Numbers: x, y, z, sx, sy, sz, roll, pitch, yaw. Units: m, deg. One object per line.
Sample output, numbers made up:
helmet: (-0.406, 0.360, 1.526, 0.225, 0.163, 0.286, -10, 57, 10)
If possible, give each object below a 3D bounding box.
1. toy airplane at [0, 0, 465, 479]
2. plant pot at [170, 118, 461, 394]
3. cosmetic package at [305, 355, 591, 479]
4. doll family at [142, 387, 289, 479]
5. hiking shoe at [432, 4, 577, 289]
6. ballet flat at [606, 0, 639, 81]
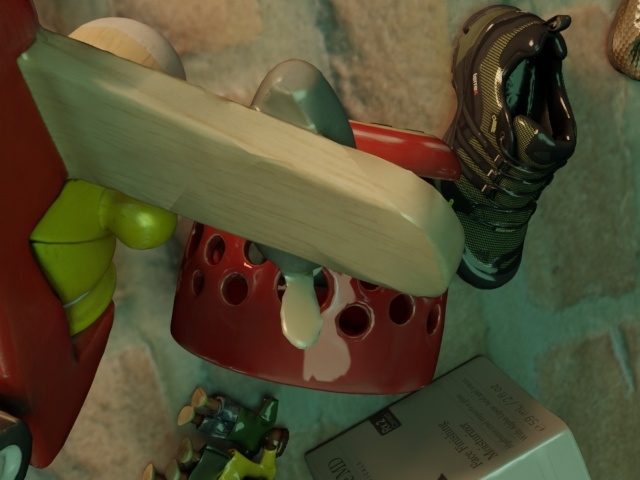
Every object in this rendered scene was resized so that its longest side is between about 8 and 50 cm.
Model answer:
toy airplane: (-0.166, -0.073, 0.513, 0.384, 0.272, 0.386, -27, 104, 36)
plant pot: (0.000, 0.000, 0.669, 0.191, 0.191, 0.174, 7, 98, -18)
cosmetic package: (0.113, 0.222, 0.783, 0.184, 0.151, 0.151, -28, 111, -9)
doll family: (-0.085, 0.216, 0.769, 0.111, 0.076, 0.193, 29, 100, -26)
hiking shoe: (0.141, -0.063, 0.730, 0.086, 0.114, 0.226, -3, 106, -15)
ballet flat: (0.287, -0.248, 0.752, 0.084, 0.058, 0.249, 8, 103, -19)
